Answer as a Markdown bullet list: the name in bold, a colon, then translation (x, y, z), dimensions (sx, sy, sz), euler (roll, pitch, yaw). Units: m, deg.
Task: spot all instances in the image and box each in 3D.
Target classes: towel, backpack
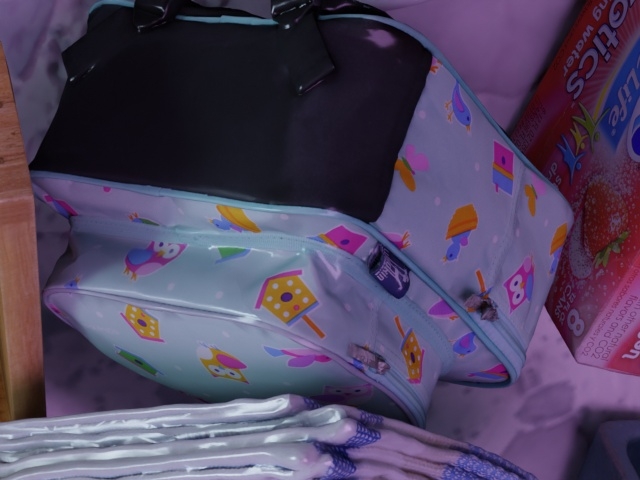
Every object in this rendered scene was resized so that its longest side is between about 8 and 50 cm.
- **towel**: translation (0.002, 0.114, 0.664), dimensions (0.209, 0.034, 0.285), euler (-8, 158, 35)
- **backpack**: translation (0.000, 0.000, 0.621), dimensions (0.188, 0.166, 0.144), euler (27, 72, -51)

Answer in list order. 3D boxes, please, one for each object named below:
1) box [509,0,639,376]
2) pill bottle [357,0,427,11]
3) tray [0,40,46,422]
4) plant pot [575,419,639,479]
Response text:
- **box**: translation (0.188, -0.072, 0.662), dimensions (0.122, 0.128, 0.257), euler (14, 121, -24)
- **pill bottle**: translation (0.008, -0.180, 0.569), dimensions (0.103, 0.103, 0.184), euler (-19, 124, -7)
- **tray**: translation (-0.307, 0.043, 0.568), dimensions (0.411, 0.076, 0.203), euler (-8, 149, -13)
- **plant pot**: translation (0.231, 0.276, 0.837), dimensions (0.247, 0.248, 0.252), euler (9, 125, -23)
